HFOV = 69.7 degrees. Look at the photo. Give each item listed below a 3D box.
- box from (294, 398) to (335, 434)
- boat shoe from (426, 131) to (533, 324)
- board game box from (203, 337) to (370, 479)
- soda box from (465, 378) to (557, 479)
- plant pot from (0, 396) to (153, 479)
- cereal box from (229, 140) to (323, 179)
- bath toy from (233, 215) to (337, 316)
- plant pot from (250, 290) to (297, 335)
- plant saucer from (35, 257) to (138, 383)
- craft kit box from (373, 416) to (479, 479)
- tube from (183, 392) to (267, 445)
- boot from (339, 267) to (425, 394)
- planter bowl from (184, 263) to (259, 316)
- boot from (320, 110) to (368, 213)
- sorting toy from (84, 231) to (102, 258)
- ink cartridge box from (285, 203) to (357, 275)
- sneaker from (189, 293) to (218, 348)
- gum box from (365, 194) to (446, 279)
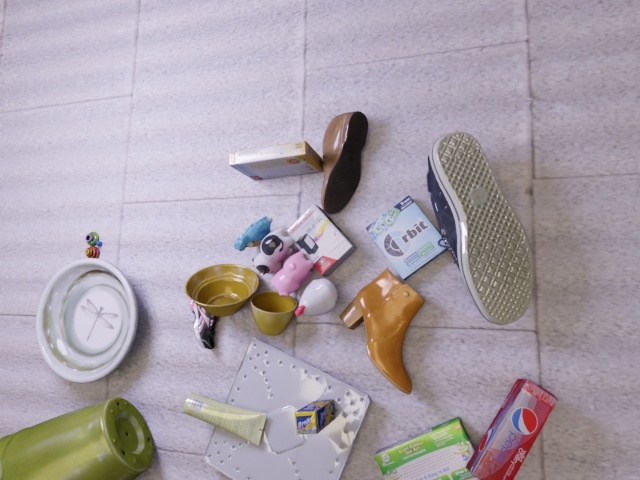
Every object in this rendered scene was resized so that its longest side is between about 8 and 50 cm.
[{"bbox_3d":[-0.011,0.452,1.185,0.059,0.169,0.054,-10,79,15],"label":"box"},{"bbox_3d":[0.401,-0.031,1.190,0.186,0.156,0.501,-17,80,-5],"label":"boat shoe"},{"bbox_3d":[-0.099,0.536,1.316,0.389,0.050,0.390,22,88,18],"label":"board game box"},{"bbox_3d":[0.459,0.466,1.106,0.083,0.092,0.263,33,80,16],"label":"soda box"},{"bbox_3d":[-0.709,0.653,1.351,0.352,0.366,0.367,-31,74,-1],"label":"plant pot"},{"bbox_3d":[-0.129,-0.234,1.371,0.239,0.173,0.048,-4,81,16],"label":"cereal box"},{"bbox_3d":[-0.101,0.092,1.324,0.129,0.151,0.348,-34,64,-27],"label":"bath toy"},{"bbox_3d":[-0.140,0.220,1.344,0.134,0.134,0.095,14,111,18],"label":"plant pot"},{"bbox_3d":[-0.754,0.262,1.528,0.399,0.100,0.401,-3,81,17],"label":"plant saucer"},{"bbox_3d":[0.302,0.622,1.180,0.249,0.061,0.247,-27,78,11],"label":"craft kit box"},{"bbox_3d":[-0.275,0.506,1.320,0.239,0.062,0.070,14,130,13],"label":"tube"},{"bbox_3d":[0.208,0.236,1.238,0.211,0.104,0.295,-42,69,8],"label":"boot"},{"bbox_3d":[-0.291,0.165,1.383,0.217,0.217,0.091,12,122,18],"label":"planter bowl"},{"bbox_3d":[0.051,-0.230,1.373,0.115,0.112,0.306,16,91,48],"label":"boot"},{"bbox_3d":[-0.803,0.014,1.608,0.061,0.042,0.102,-16,78,14],"label":"sorting toy"},{"bbox_3d":[0.000,0.000,1.350,0.127,0.072,0.175,-44,73,8],"label":"ink cartridge box"},{"bbox_3d":[-0.350,0.247,1.426,0.077,0.072,0.179,-15,84,4],"label":"sneaker"},{"bbox_3d":[0.243,-0.008,1.294,0.157,0.041,0.184,-37,73,9],"label":"gum box"}]
